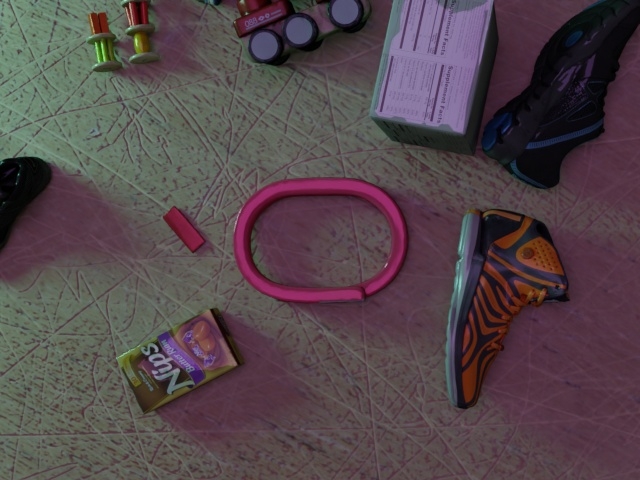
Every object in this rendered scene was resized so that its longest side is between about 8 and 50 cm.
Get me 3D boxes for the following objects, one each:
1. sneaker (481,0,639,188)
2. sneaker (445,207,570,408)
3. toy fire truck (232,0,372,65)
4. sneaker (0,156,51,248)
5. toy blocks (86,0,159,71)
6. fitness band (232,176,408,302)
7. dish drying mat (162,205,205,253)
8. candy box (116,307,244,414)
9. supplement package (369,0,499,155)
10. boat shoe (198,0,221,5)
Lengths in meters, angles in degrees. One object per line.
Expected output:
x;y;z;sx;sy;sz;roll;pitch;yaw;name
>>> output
0.401;-0.238;1.736;0.140;0.125;0.341;39;93;-17;sneaker
0.295;0.113;1.720;0.180;0.124;0.321;7;89;11;sneaker
-0.053;-0.432;1.808;0.217;0.158;0.246;-22;94;9;toy fire truck
-0.568;-0.054;1.882;0.087;0.130;0.227;43;97;11;sneaker
-0.347;-0.374;1.890;0.123;0.054;0.148;-10;86;9;toy blocks
0.000;0.000;1.818;0.291;0.054;0.209;0;85;9;fitness band
-0.234;-0.019;1.880;0.032;0.008;0.083;-42;82;7;dish drying mat
-0.236;0.203;1.849;0.187;0.053;0.109;-29;84;9;candy box
0.181;-0.255;1.684;0.145;0.262;0.204;12;90;10;supplement package
-0.188;-0.494;1.855;0.066;0.066;0.183;13;93;8;boat shoe
